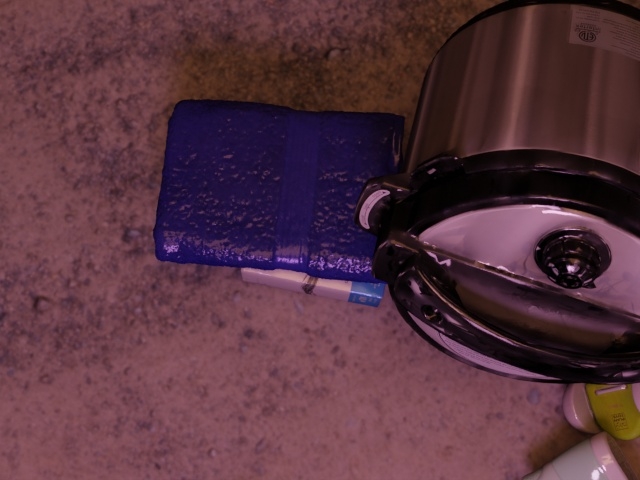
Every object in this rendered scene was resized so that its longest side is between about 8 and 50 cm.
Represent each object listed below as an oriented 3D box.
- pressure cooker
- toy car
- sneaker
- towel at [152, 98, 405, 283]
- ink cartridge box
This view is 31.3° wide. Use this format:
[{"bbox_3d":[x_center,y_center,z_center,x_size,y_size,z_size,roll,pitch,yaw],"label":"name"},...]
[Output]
[{"bbox_3d":[0.260,-0.033,1.326,0.370,0.375,0.420,-11,45,30],"label":"pressure cooker"},{"bbox_3d":[0.397,0.165,1.478,0.136,0.159,0.182,2,72,-40],"label":"toy car"},{"bbox_3d":[0.360,0.378,1.463,0.151,0.094,0.256,-29,98,20],"label":"sneaker"},{"bbox_3d":[-0.048,-0.062,1.454,0.308,0.076,0.227,6,71,0],"label":"towel"},{"bbox_3d":[0.000,0.000,1.516,0.191,0.082,0.139,11,80,0],"label":"ink cartridge box"}]
